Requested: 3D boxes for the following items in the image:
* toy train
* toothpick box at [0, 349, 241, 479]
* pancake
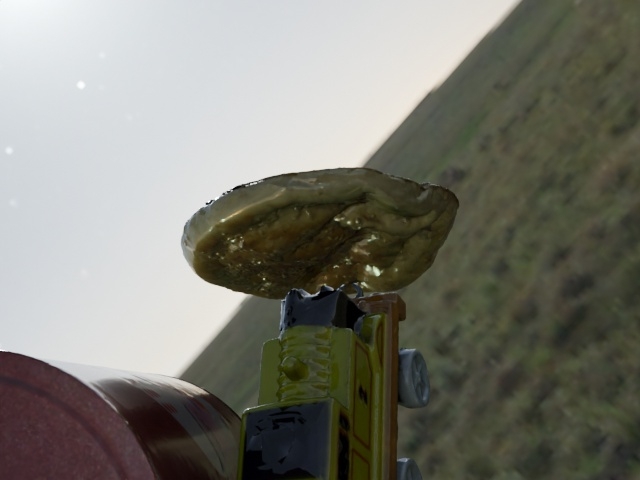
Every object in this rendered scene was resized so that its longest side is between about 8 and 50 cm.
[{"bbox_3d":[0.006,0.111,0.815,0.089,0.127,0.219,-10,56,23],"label":"toy train"},{"bbox_3d":[-0.148,0.172,0.774,0.204,0.204,0.333,-48,-9,-2],"label":"toothpick box"},{"bbox_3d":[-0.001,0.000,1.764,0.387,0.387,0.082,132,137,-58],"label":"pancake"}]
